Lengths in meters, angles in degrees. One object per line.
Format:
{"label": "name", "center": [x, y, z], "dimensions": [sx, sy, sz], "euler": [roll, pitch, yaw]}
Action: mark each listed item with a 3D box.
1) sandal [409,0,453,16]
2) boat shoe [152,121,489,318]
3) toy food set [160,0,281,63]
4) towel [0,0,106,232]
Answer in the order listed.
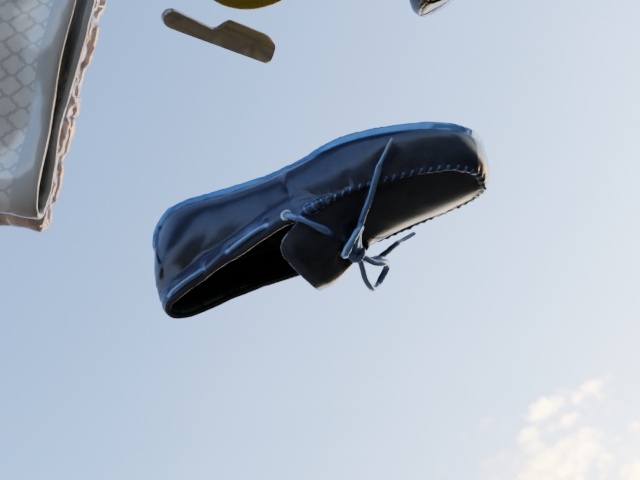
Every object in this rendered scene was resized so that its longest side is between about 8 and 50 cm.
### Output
{"label": "sandal", "center": [0.137, -0.257, 0.766], "dimensions": [0.219, 0.060, 0.090], "euler": [-39, 1, -33]}
{"label": "boat shoe", "center": [0.000, 0.000, 0.633], "dimensions": [0.258, 0.089, 0.109], "euler": [-21, -38, 28]}
{"label": "toy food set", "center": [-0.056, -0.257, 0.702], "dimensions": [0.128, 0.071, 0.218], "euler": [2, -51, -41]}
{"label": "towel", "center": [-0.324, -0.184, 0.685], "dimensions": [0.316, 0.332, 0.053], "euler": [9, -13, 2]}
